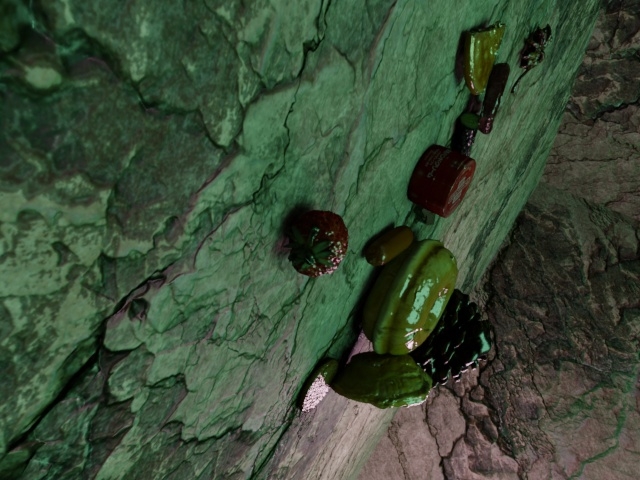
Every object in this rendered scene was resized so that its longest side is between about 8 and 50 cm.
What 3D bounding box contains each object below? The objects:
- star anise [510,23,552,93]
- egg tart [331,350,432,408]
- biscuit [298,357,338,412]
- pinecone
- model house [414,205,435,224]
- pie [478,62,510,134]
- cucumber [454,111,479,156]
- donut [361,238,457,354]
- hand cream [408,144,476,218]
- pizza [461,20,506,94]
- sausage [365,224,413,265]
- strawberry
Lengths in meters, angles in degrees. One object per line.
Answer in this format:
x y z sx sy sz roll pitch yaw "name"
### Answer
0.769 -0.664 1.756 0.177 0.073 0.234 -42 158 -18 "star anise"
0.208 0.453 1.615 0.339 0.352 0.153 141 -51 -86 "egg tart"
-0.007 0.442 1.492 0.188 0.027 0.187 -42 149 -33 "biscuit"
0.475 0.381 1.895 0.398 0.398 0.397 -44 150 -33 "pinecone"
0.335 -0.082 1.552 0.057 0.058 0.083 -47 152 -28 "model house"
0.536 -0.441 1.514 0.204 0.054 0.218 -34 139 -66 "pie"
0.450 -0.304 1.544 0.211 0.062 0.078 86 18 -58 "cucumber"
0.301 0.184 1.608 0.449 0.198 0.448 -44 149 -36 "donut"
0.352 -0.172 1.410 0.193 0.125 0.193 -45 150 -34 "hand cream"
0.424 -0.497 1.284 0.193 0.053 0.201 -49 142 -21 "pizza"
0.193 0.015 1.366 0.197 0.076 0.076 -31 142 -45 "sausage"
0.003 0.006 0.937 0.148 0.131 0.131 1 116 -54 "strawberry"
